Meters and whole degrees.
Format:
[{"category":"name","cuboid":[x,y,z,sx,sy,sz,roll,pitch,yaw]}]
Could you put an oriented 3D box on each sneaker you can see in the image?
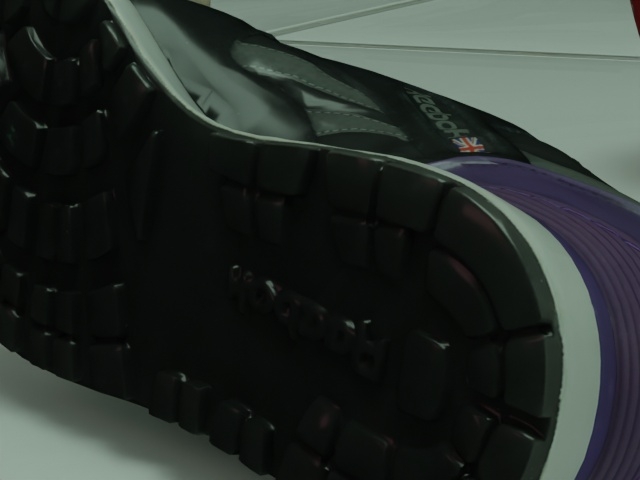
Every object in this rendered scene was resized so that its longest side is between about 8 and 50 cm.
[{"category":"sneaker","cuboid":[0.000,0.000,0.518,0.124,0.107,0.283,1,22,-41]}]

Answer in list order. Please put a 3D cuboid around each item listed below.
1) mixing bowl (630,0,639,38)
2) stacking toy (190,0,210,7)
[{"category":"mixing bowl","cuboid":[0.219,-0.077,0.835,0.181,0.098,0.181,-2,13,0]},{"category":"stacking toy","cuboid":[-0.232,-0.125,1.030,0.330,0.141,0.141,-11,16,-23]}]
